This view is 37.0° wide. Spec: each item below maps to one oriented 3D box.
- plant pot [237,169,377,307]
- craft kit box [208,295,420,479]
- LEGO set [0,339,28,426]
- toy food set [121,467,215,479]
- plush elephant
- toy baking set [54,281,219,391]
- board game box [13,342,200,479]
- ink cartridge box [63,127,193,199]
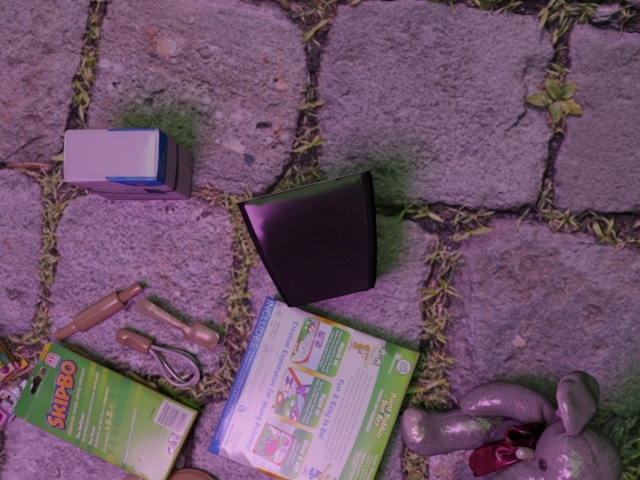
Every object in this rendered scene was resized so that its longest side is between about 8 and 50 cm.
[{"bbox_3d":[0.000,0.000,1.401,0.187,0.188,0.167,-13,93,5],"label":"plant pot"},{"bbox_3d":[-0.007,0.240,1.420,0.247,0.061,0.250,20,84,12],"label":"craft kit box"},{"bbox_3d":[-0.576,0.166,1.475,0.287,0.107,0.132,28,86,10],"label":"LEGO set"},{"bbox_3d":[-0.204,0.407,1.432,0.132,0.038,0.192,-39,70,-6],"label":"toy food set"},{"bbox_3d":[0.294,0.308,1.268,0.330,0.255,0.272,-20,79,4],"label":"plush elephant"},{"bbox_3d":[-0.288,0.169,1.480,0.256,0.030,0.196,-35,85,7],"label":"toy baking set"},{"bbox_3d":[-0.324,0.260,1.442,0.259,0.039,0.124,24,81,6],"label":"board game box"},{"bbox_3d":[-0.284,-0.112,1.439,0.140,0.191,0.082,0,83,8],"label":"ink cartridge box"}]
